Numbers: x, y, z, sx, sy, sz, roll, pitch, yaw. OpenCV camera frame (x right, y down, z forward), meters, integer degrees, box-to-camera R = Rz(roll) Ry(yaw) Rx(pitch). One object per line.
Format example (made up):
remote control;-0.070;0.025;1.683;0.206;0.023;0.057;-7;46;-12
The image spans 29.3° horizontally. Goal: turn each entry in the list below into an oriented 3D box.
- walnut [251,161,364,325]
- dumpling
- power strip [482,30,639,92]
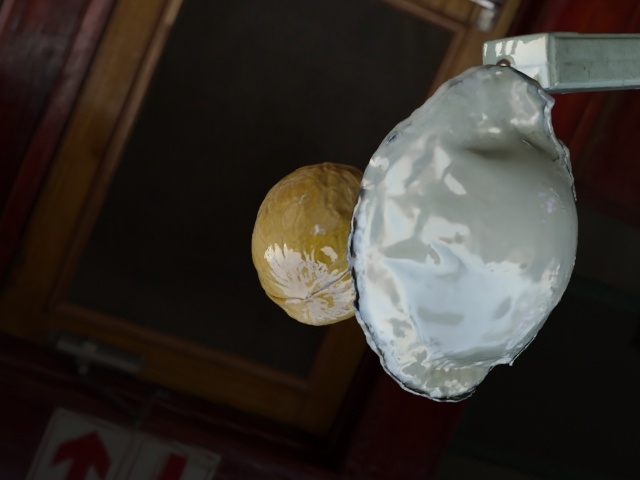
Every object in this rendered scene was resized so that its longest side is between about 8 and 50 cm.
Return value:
walnut;0.000;0.000;1.428;0.165;0.165;0.197;21;-138;-18
dumpling;0.088;-0.001;0.858;0.172;0.247;0.142;-8;-161;-38
power strip;0.248;-0.159;1.096;0.272;0.052;0.078;-10;-173;-43
